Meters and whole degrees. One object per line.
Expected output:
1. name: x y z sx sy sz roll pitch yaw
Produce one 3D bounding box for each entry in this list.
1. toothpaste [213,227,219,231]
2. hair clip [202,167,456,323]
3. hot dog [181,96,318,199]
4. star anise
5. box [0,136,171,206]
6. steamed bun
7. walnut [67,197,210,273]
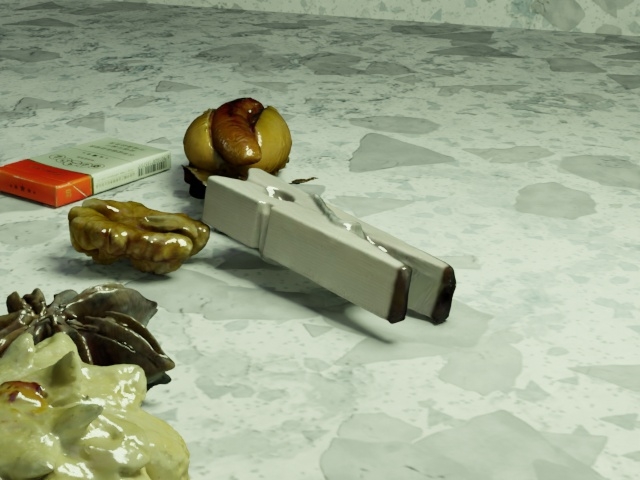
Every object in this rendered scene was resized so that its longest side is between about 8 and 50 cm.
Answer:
1. toothpaste: -0.057 -0.010 1.458 0.196 0.040 0.047 20 29 39
2. hair clip: -0.001 0.004 1.312 0.330 0.085 0.101 25 28 38
3. hot dog: -0.109 -0.145 1.663 0.194 0.107 0.326 -4 14 -12
4. star anise: -0.247 0.102 1.087 0.229 0.093 0.236 -21 26 -35
5. box: -0.352 -0.106 1.699 0.139 0.035 0.245 14 24 29
6. steamed bun: -0.243 0.164 0.832 0.295 0.137 0.292 3 28 -1
7. walnut: -0.224 -0.003 1.384 0.170 0.069 0.143 14 21 16
